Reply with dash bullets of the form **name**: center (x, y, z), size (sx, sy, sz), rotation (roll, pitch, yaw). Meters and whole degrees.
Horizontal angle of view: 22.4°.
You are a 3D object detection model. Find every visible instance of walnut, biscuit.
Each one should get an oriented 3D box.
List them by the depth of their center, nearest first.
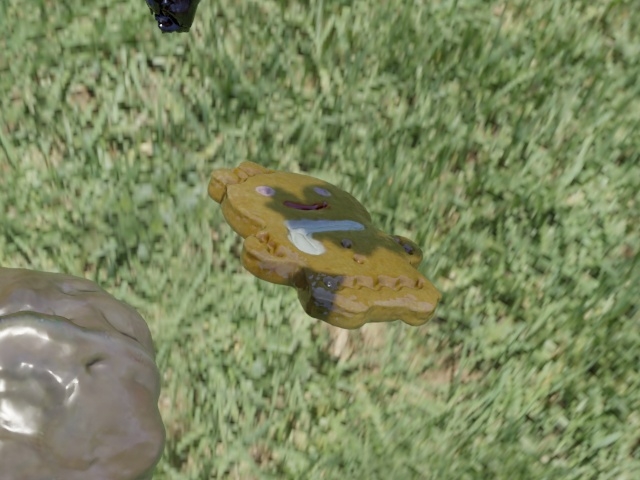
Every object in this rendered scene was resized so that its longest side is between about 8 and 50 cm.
- **walnut**: center (-0.252, 0.141, 1.346), size (0.248, 0.248, 0.248), rotation (1, 70, -4)
- **biscuit**: center (0.001, -0.003, 1.442), size (0.184, 0.035, 0.249), rotation (1, 31, -33)

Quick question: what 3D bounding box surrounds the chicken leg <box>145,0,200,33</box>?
- **chicken leg**: center (-0.003, -0.189, 0.702), size (0.063, 0.105, 0.234), rotation (35, 83, -34)
